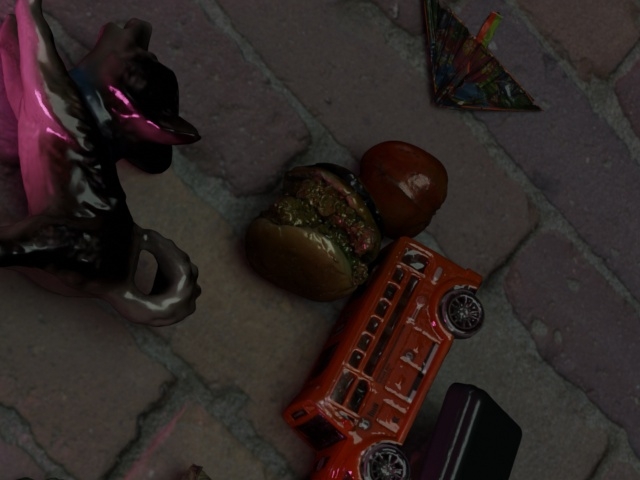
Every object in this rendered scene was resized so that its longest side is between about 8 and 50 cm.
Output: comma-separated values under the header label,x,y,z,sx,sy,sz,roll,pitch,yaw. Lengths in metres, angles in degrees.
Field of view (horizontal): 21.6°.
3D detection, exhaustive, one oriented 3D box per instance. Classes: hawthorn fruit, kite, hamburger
label,x,y,z,sx,sy,sz,roll,pitch,yaw
hawthorn fruit,0.095,-0.062,2.068,0.128,0.128,0.128,6,77,-28
kite,0.203,-0.232,2.219,0.241,0.014,0.183,40,61,-17
hamburger,0.000,0.000,1.968,0.159,0.185,0.131,54,56,-27

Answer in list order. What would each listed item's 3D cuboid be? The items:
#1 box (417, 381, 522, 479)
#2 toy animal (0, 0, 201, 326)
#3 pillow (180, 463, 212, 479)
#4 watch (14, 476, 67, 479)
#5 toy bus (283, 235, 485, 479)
label,x,y,z,sx,sy,sz,roll,pitch,yaw
box,0.177,0.267,1.995,0.160,0.050,0.230,-70,156,-11
toy animal,-0.241,-0.085,1.845,0.303,0.194,0.344,22,73,-18
pillow,-0.112,0.360,1.882,0.208,0.053,0.119,58,35,-15
watch,-0.317,0.343,1.752,0.165,0.131,0.152,-19,100,-32
toy bus,0.065,0.166,1.991,0.153,0.143,0.329,32,67,-9
